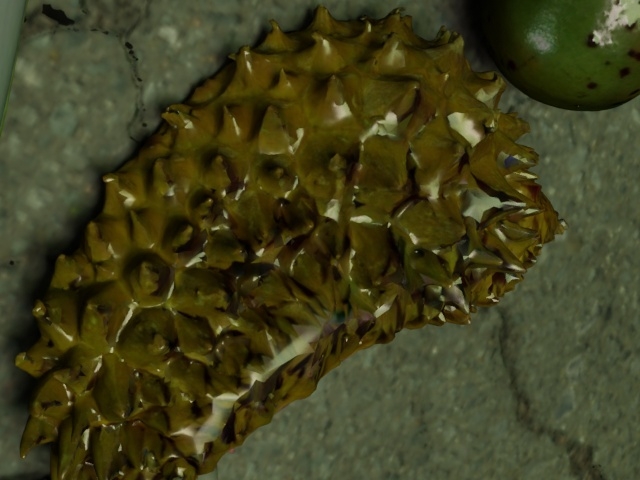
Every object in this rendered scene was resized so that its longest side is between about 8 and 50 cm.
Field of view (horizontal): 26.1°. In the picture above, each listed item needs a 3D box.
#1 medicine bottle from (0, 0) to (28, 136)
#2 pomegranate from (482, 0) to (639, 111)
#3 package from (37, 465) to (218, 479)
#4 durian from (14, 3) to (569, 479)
[{"bbox_3d":[-0.182,-0.072,0.501,0.139,0.139,0.226,7,100,-37],"label":"medicine bottle"},{"bbox_3d":[0.139,-0.133,0.728,0.130,0.130,0.130,-11,110,-33],"label":"pomegranate"},{"bbox_3d":[-0.127,0.196,0.692,0.171,0.027,0.173,-6,108,-38],"label":"package"},{"bbox_3d":[-0.001,0.000,0.670,0.341,0.112,0.191,-30,120,-26],"label":"durian"}]
